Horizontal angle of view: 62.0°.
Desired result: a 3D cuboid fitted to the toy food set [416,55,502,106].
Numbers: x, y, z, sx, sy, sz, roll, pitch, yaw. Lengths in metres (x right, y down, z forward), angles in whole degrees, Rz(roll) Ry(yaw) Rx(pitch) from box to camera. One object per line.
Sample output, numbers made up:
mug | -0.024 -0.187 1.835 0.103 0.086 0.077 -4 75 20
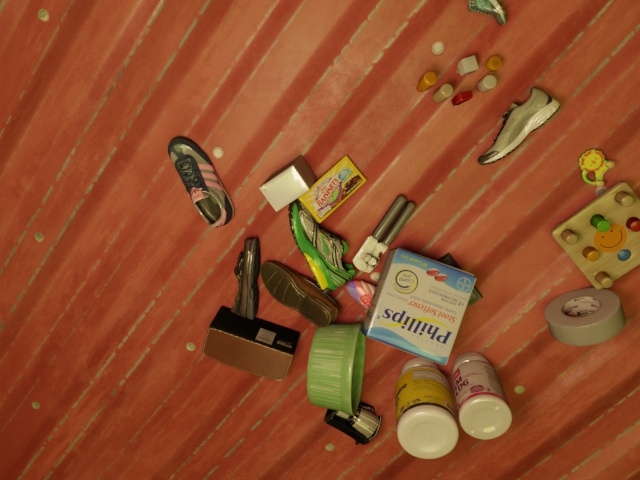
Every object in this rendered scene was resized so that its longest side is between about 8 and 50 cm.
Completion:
toy food set | 0.403 -0.454 1.544 0.232 0.104 0.111 -19 93 -6

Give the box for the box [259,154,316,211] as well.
box | -0.097 -0.179 1.642 0.130 0.170 0.091 -31 103 17

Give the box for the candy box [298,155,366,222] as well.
candy box | 0.037 -0.160 1.662 0.206 0.027 0.105 -43 99 -11

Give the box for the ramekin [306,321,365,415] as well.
ramekin | 0.056 0.418 1.778 0.148 0.303 0.303 4 110 12

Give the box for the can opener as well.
can opener | 0.199 -0.020 1.718 0.074 0.093 0.280 32 101 -7

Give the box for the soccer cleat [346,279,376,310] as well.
soccer cleat | 0.188 0.224 1.772 0.248 0.095 0.083 37 125 -3

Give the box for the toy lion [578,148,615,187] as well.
toy lion | 0.819 -0.220 1.598 0.096 0.034 0.100 22 111 6

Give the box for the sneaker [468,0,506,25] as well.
sneaker | 0.447 -0.656 1.476 0.076 0.065 0.166 -36 99 34

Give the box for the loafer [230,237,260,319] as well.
loafer | -0.261 0.130 1.811 0.095 0.109 0.302 8 113 8

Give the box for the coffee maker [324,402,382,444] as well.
coffee maker | 0.106 0.663 1.948 0.178 0.120 0.171 33 111 -5

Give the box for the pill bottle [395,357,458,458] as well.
pill bottle | 0.341 0.537 1.761 0.188 0.334 0.187 2 109 6

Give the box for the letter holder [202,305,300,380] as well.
letter holder | -0.253 0.398 1.880 0.302 0.152 0.214 19 113 -1

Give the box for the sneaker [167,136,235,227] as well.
sneaker | -0.386 -0.183 1.695 0.112 0.131 0.319 -30 103 16

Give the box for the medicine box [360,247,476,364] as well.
medicine box | 0.302 0.203 1.668 0.264 0.149 0.289 20 85 -1

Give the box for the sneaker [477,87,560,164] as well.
sneaker | 0.562 -0.328 1.562 0.108 0.100 0.271 46 105 5

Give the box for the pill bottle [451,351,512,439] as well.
pill bottle | 0.518 0.499 1.753 0.160 0.283 0.160 2 110 6

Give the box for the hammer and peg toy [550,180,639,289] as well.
hammer and peg toy | 0.920 -0.038 1.597 0.361 0.127 0.266 -39 101 18

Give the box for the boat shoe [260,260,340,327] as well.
boat shoe | -0.070 0.174 1.805 0.307 0.104 0.110 41 120 13

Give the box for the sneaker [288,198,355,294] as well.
sneaker | 0.000 0.000 1.733 0.146 0.134 0.343 -27 110 3

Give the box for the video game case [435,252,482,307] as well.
video game case | 0.375 0.193 1.799 0.274 0.026 0.196 -37 102 16

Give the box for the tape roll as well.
tape roll | 0.821 0.234 1.658 0.219 0.219 0.072 -22 106 14
